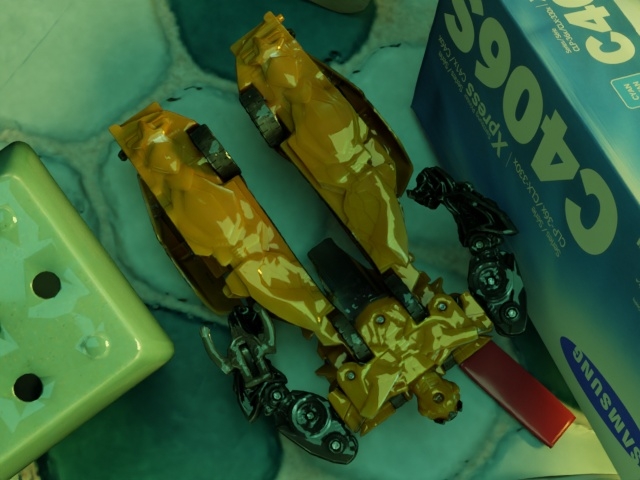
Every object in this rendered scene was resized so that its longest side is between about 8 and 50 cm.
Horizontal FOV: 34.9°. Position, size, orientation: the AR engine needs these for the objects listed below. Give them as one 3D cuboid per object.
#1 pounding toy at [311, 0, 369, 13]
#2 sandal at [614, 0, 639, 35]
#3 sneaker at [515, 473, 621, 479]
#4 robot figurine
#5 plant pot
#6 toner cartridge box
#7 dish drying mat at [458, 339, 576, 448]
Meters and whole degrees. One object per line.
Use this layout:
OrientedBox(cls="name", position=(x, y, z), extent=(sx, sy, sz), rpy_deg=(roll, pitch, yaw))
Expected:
OrientedBox(cls="pounding toy", position=(-0.043, -0.297, 0.755), extent=(0.269, 0.154, 0.155), rpy_deg=(19, 70, 1))
OrientedBox(cls="sandal", position=(0.252, -0.005, 0.677), extent=(0.102, 0.169, 0.416), rpy_deg=(-29, 63, -20))
OrientedBox(cls="sneaker", position=(0.241, 0.204, 0.604), extent=(0.366, 0.150, 0.135), rpy_deg=(5, 69, -3))
OrientedBox(cls="robot figurine", position=(0.000, 0.000, 0.679), extent=(0.211, 0.085, 0.291), rpy_deg=(-36, 77, -2))
OrientedBox(cls="plant pot", position=(-0.183, 0.047, 0.555), extent=(0.166, 0.234, 0.165), rpy_deg=(-37, 97, -15))
OrientedBox(cls="toner cartridge box", position=(0.170, -0.021, 0.626), extent=(0.075, 0.165, 0.348), rpy_deg=(-15, 57, -16))
OrientedBox(cls="dish drying mat", position=(0.137, 0.105, 0.706), extent=(0.083, 0.008, 0.032), rpy_deg=(42, 71, 11))
